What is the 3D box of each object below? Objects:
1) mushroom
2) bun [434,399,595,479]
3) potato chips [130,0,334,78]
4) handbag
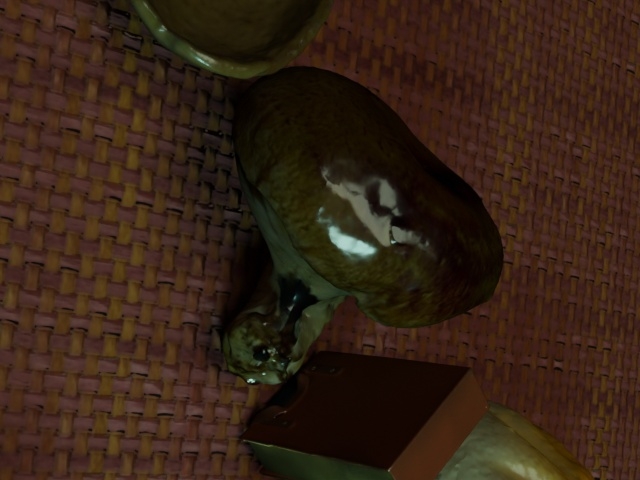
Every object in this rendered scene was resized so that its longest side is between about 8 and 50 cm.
[{"bbox_3d":[0.014,-0.032,1.038,0.267,0.254,0.267,-15,90,-82],"label":"mushroom"},{"bbox_3d":[0.195,0.288,1.152,0.299,0.164,0.299,50,32,-47],"label":"bun"},{"bbox_3d":[-0.083,-0.211,1.003,0.195,0.062,0.208,11,60,-27],"label":"potato chips"},{"bbox_3d":[0.034,0.158,1.044,0.127,0.190,0.063,-46,121,-34],"label":"handbag"}]
